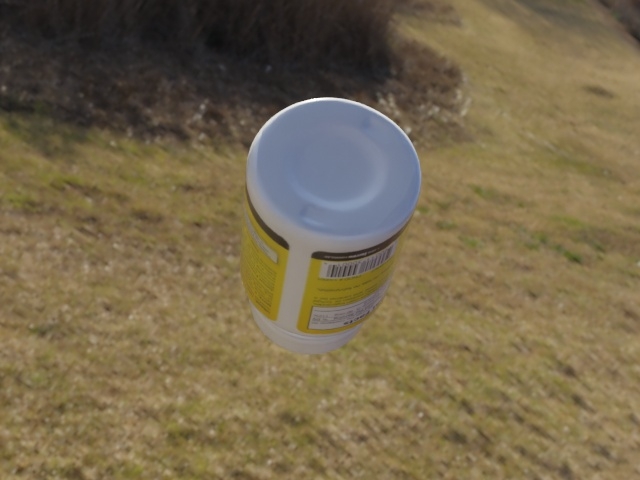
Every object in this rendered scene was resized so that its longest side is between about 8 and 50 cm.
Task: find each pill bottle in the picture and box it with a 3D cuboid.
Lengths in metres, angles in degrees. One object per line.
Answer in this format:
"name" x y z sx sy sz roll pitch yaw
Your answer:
"pill bottle" 0.000 0.000 0.797 0.119 0.208 0.119 3 61 -5
